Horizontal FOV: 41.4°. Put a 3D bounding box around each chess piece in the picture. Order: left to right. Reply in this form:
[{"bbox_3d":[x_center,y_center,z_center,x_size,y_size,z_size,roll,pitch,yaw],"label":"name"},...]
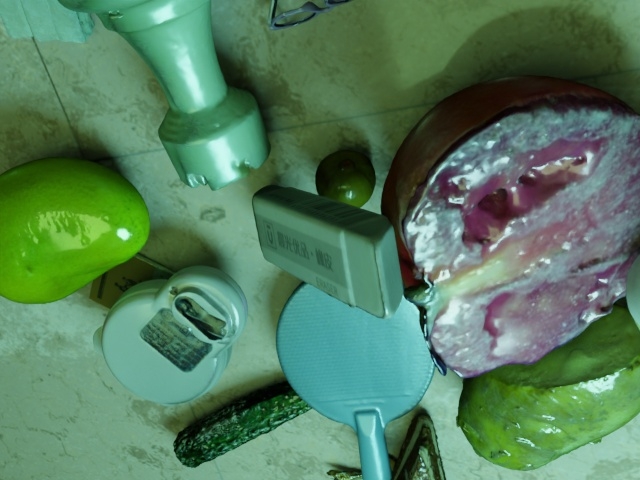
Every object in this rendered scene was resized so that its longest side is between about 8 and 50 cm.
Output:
[{"bbox_3d":[-0.155,-0.210,0.940,0.194,0.194,0.299,-4,127,22],"label":"chess piece"}]

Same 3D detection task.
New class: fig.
[{"bbox_3d":[0.029,-0.066,1.015,0.074,0.074,0.088,20,151,8],"label":"fig"}]

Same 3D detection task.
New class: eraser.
[{"bbox_3d":[0.000,0.000,0.935,0.352,0.061,0.089,21,125,62],"label":"eraser"}]

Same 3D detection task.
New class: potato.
[{"bbox_3d":[0.282,0.172,1.016,0.176,0.141,0.298,24,132,-22],"label":"potato"}]

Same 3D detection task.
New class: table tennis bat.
[{"bbox_3d":[0.054,0.184,1.147,0.215,0.044,0.329,-7,111,10],"label":"table tennis bat"}]

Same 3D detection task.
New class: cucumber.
[{"bbox_3d":[-0.107,0.265,1.266,0.293,0.067,0.067,-32,105,31],"label":"cucumber"}]

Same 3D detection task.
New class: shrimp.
[{"bbox_3d":[0.065,0.342,1.272,0.114,0.023,0.083,8,119,10],"label":"shrimp"}]

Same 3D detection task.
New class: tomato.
[{"bbox_3d":[0.203,-0.029,0.912,0.289,0.176,0.335,-21,124,-3],"label":"tomato"}]

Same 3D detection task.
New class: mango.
[{"bbox_3d":[-0.357,-0.022,1.135,0.273,0.149,0.185,-29,99,26],"label":"mango"}]

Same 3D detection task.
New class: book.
[{"bbox_3d":[-0.252,0.078,1.237,0.172,0.012,0.118,25,124,4],"label":"book"}]

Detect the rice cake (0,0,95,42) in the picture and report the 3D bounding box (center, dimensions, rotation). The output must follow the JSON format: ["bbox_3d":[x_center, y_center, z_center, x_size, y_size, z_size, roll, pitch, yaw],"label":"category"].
[{"bbox_3d":[-0.336,-0.318,0.968,0.124,0.038,0.211,9,145,14],"label":"rice cake"}]

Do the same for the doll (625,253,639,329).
[{"bbox_3d":[0.413,0.080,0.888,0.117,0.141,0.296,-7,150,42],"label":"doll"}]

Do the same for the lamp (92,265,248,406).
[{"bbox_3d":[-0.196,0.122,1.170,0.179,0.108,0.246,41,119,-13],"label":"lamp"}]

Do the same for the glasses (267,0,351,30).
[{"bbox_3d":[-0.014,-0.298,0.917,0.140,0.062,0.104,-19,89,28],"label":"glasses"}]

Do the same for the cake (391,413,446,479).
[{"bbox_3d":[0.161,0.371,1.203,0.135,0.112,0.246,16,117,-3],"label":"cake"}]
